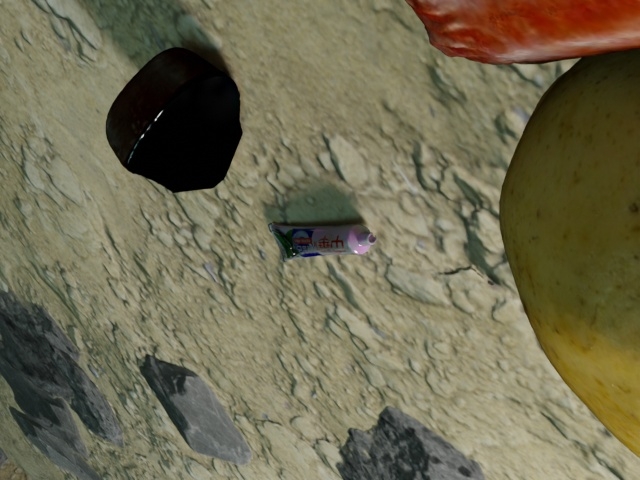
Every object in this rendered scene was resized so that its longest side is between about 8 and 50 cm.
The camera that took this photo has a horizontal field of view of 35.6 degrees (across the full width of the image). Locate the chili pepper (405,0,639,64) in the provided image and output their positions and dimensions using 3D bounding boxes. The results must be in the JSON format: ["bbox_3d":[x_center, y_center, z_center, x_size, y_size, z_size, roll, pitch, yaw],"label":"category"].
[{"bbox_3d":[0.138,-0.200,0.376,0.305,0.229,0.251,1,95,56],"label":"chili pepper"}]

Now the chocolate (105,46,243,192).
[{"bbox_3d":[-0.147,-0.112,0.956,0.080,0.125,0.148,51,158,29],"label":"chocolate"}]

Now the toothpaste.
[{"bbox_3d":[0.000,0.000,0.975,0.170,0.028,0.045,-3,117,57],"label":"toothpaste"}]

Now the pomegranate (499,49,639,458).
[{"bbox_3d":[0.217,0.003,0.506,0.260,0.260,0.260,32,146,25],"label":"pomegranate"}]
